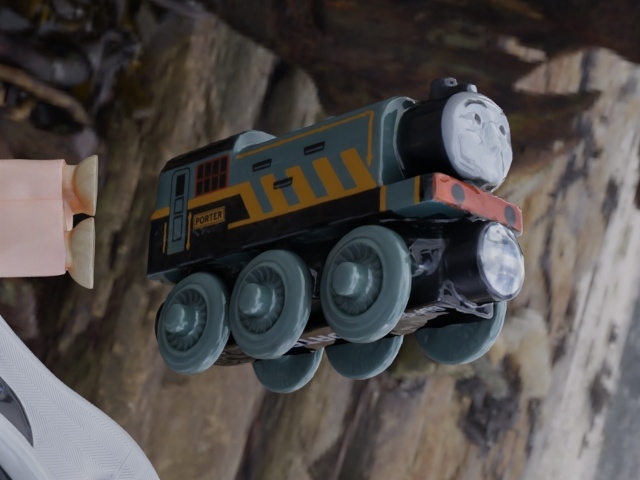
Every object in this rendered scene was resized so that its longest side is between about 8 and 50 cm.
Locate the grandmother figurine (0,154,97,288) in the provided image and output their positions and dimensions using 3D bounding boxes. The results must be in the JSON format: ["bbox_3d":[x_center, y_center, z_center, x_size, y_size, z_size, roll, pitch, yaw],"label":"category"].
[{"bbox_3d":[-0.363,-0.013,1.060,0.104,0.342,0.207,106,-16,-58],"label":"grandmother figurine"}]

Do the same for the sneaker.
[{"bbox_3d":[-0.171,0.119,0.647,0.217,0.121,0.079,56,33,-19],"label":"sneaker"}]

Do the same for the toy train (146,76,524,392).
[{"bbox_3d":[0.000,0.000,0.910,0.142,0.334,0.190,16,68,-42],"label":"toy train"}]
